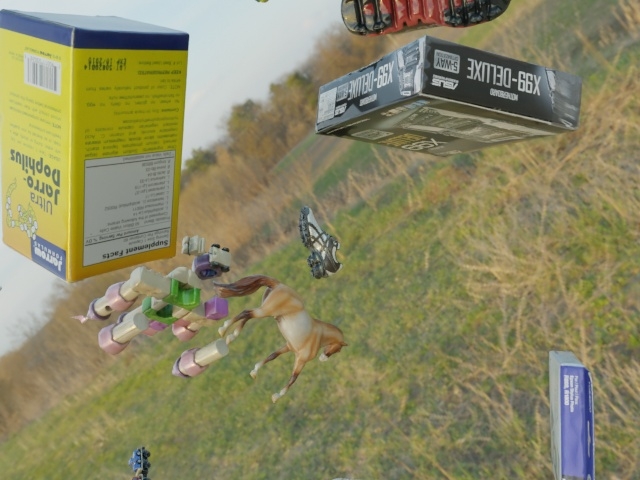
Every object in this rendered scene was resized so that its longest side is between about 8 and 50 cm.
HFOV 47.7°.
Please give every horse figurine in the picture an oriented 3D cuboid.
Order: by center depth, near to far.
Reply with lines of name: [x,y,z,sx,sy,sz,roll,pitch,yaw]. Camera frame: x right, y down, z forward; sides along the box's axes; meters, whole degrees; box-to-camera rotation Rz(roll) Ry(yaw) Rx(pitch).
horse figurine: [-0.069,0.148,1.229,0.174,0.263,0.066,-40,27,-12]

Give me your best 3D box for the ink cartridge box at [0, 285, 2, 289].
ink cartridge box: [-0.874,0.096,1.568,0.060,0.275,0.239,-37,19,31]

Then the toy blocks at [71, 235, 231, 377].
toy blocks: [-0.395,0.160,1.723,0.260,0.289,0.309,-31,49,35]

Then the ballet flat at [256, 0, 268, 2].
ballet flat: [-0.122,-0.489,1.344,0.077,0.077,0.231,-20,8,17]

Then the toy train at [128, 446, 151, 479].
toy train: [-0.305,0.418,1.221,0.158,0.036,0.027,-107,35,-47]

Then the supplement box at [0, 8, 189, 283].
supplement box: [-0.342,-0.147,1.084,0.194,0.195,0.356,-15,-61,-49]

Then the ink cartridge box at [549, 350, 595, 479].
ink cartridge box: [0.410,0.306,1.193,0.045,0.223,0.224,-1,-1,11]

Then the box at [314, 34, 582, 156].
box: [0.164,-0.187,1.014,0.307,0.242,0.076,179,98,-65]

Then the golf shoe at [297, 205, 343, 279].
golf shoe: [0.000,0.000,1.918,0.094,0.198,0.077,-15,1,-15]

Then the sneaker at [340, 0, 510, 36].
sneaker: [0.176,-0.399,1.206,0.276,0.097,0.135,-3,17,14]

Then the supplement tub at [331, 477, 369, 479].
supplement tub: [0.078,0.502,1.291,0.200,0.144,0.144,-2,25,16]
